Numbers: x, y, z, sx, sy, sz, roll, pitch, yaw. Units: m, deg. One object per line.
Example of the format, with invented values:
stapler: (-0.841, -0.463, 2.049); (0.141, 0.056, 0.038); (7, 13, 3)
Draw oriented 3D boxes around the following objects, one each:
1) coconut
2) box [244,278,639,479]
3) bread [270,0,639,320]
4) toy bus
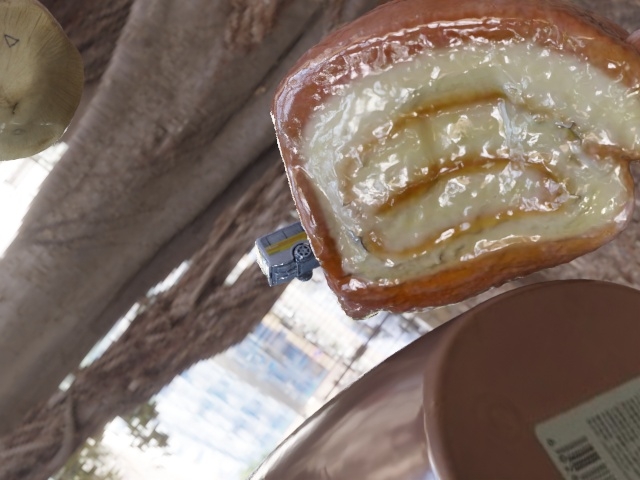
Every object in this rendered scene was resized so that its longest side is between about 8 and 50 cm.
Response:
coconut: (-0.398, -0.204, 1.276); (0.224, 0.224, 0.224); (37, 176, 3)
box: (0.109, 0.170, 0.535); (0.301, 0.301, 0.216); (37, 134, 5)
bread: (0.089, -0.058, 0.606); (0.190, 0.244, 0.123); (65, -163, -14)
toy bus: (0.000, 0.000, 1.483); (0.075, 0.190, 0.064); (54, 160, 31)
